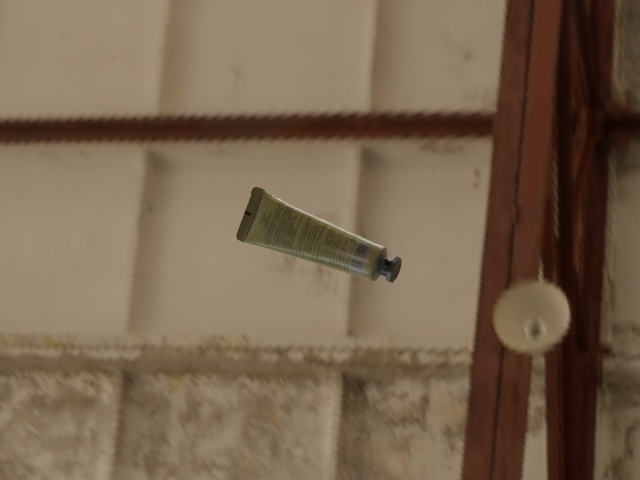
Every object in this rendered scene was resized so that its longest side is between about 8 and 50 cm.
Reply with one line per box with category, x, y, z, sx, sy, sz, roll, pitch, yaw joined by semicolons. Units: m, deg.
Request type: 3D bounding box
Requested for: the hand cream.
hand cream;0.000;0.000;1.100;0.102;0.022;0.035;20;-87;17
